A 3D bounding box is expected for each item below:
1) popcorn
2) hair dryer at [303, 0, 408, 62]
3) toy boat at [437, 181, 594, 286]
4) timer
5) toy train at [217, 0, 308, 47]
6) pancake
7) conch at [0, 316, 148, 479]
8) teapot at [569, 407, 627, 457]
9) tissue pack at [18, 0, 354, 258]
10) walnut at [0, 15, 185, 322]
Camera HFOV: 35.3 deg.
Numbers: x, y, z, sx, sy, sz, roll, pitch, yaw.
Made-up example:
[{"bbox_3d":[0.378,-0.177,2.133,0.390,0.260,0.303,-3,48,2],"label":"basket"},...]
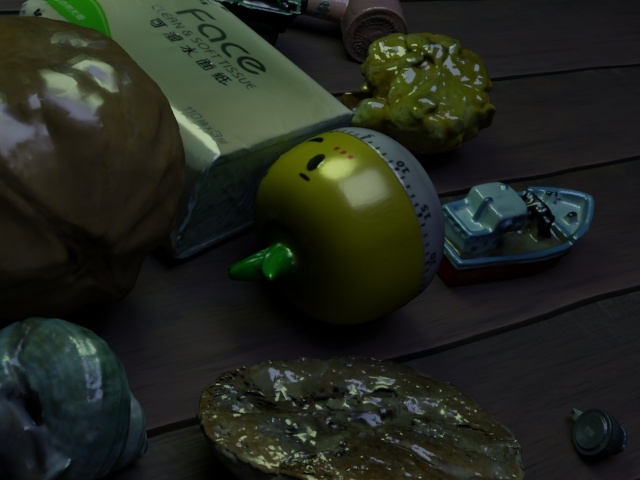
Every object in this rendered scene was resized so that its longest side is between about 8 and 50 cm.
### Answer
[{"bbox_3d":[0.169,-0.244,1.761,0.266,0.192,0.233,-15,66,-8],"label":"popcorn"},{"bbox_3d":[-0.012,-0.475,1.949,0.353,0.125,0.210,11,40,-17],"label":"hair dryer"},{"bbox_3d":[0.315,-0.031,1.611,0.332,0.133,0.145,-10,49,-35],"label":"toy boat"},{"bbox_3d":[0.000,0.000,1.333,0.285,0.285,0.285,14,40,-12],"label":"timer"},{"bbox_3d":[-0.190,-0.430,1.779,0.330,0.178,0.138,11,60,-9],"label":"toy train"},{"bbox_3d":[0.045,0.221,1.141,0.387,0.082,0.387,10,11,-2],"label":"pancake"},{"bbox_3d":[-0.295,0.188,1.046,0.277,0.195,0.220,20,55,-42],"label":"conch"},{"bbox_3d":[0.380,0.262,1.378,0.057,0.066,0.088,25,12,-30],"label":"teapot"},{"bbox_3d":[-0.210,-0.203,1.488,0.405,0.205,0.332,42,39,20],"label":"tissue pack"},{"bbox_3d":[-0.341,-0.093,1.202,0.384,0.383,0.383,14,40,-12],"label":"walnut"}]
